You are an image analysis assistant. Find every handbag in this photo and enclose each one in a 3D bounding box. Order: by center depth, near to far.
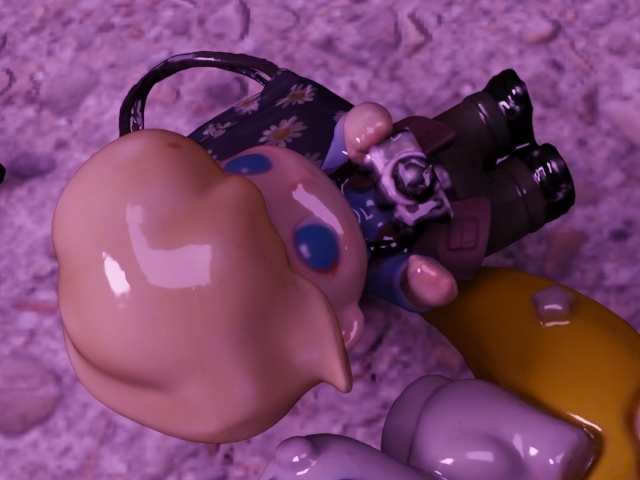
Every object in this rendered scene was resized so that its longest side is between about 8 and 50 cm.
[{"bbox_3d":[-0.037,-0.031,0.800,0.115,0.072,0.139,-36,57,-4],"label":"handbag"}]

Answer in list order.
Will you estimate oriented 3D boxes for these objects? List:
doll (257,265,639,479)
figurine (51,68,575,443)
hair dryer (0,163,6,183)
[{"bbox_3d":[0.044,0.116,0.677,0.237,0.111,0.252,-44,59,-15],"label":"doll"},{"bbox_3d":[0.000,0.000,0.690,0.196,0.108,0.114,-20,81,-16],"label":"figurine"},{"bbox_3d":[-0.308,-0.049,0.818,0.344,0.189,0.107,2,61,-5],"label":"hair dryer"}]
